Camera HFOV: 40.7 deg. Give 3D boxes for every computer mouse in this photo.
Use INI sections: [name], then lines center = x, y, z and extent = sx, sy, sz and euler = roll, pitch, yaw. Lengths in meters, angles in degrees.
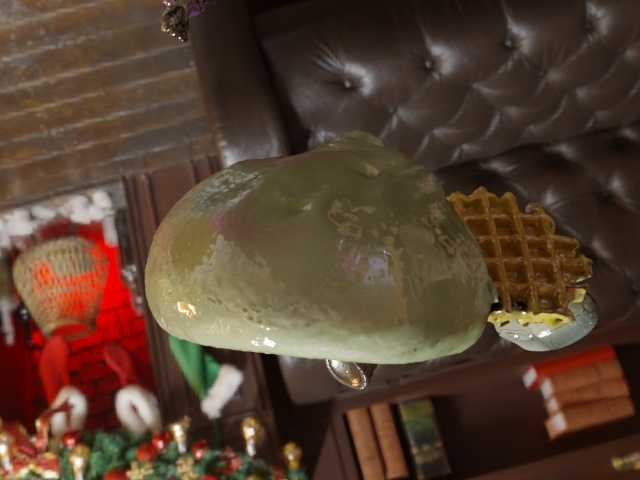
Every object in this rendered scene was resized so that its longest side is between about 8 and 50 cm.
[computer mouse]
center = 0.378, 0.143, 1.497
extent = 0.229, 0.113, 0.068
euler = -30, -163, 51

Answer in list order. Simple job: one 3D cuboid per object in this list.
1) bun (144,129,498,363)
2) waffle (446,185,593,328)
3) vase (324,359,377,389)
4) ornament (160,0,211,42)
[bun]
center = 0.000, 0.000, 0.690
extent = 0.283, 0.179, 0.283
euler = 2, 178, 0
[waffle]
center = 0.249, 0.041, 1.271
extent = 0.309, 0.283, 0.065
euler = -44, 159, -23
[vase]
center = 0.104, 0.117, 1.301
extent = 0.237, 0.115, 0.115
euler = -47, 174, -35
[ornament]
center = -0.177, -0.337, 1.108
extent = 0.088, 0.203, 0.081
euler = -16, 133, 19
